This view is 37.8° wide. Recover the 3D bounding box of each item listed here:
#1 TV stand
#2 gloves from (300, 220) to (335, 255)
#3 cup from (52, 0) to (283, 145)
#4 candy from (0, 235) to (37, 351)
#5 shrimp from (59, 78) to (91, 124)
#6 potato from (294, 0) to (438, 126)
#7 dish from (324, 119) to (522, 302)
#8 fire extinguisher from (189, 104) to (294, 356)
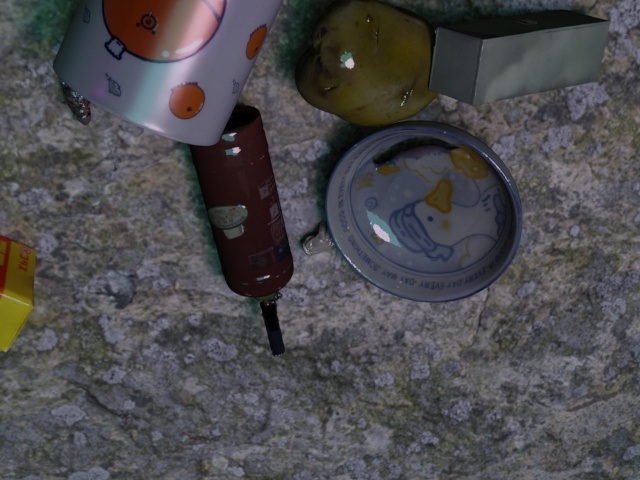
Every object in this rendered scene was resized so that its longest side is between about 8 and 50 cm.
[{"bbox_3d":[0.263,-0.244,1.226,0.269,0.083,0.088,-16,124,-39],"label":"TV stand"},{"bbox_3d":[0.002,0.001,1.367,0.081,0.037,0.044,-45,154,3],"label":"gloves"},{"bbox_3d":[-0.147,-0.298,1.075,0.212,0.212,0.317,21,106,-24],"label":"cup"},{"bbox_3d":[-0.501,0.026,1.172,0.276,0.146,0.088,25,108,-26],"label":"candy"},{"bbox_3d":[-0.311,-0.192,1.185,0.038,0.029,0.092,1,110,-7],"label":"shrimp"},{"bbox_3d":[0.065,-0.227,1.203,0.200,0.137,0.154,2,148,-35],"label":"potato"},{"bbox_3d":[0.153,-0.061,1.320,0.273,0.134,0.273,9,124,14],"label":"dish"},{"bbox_3d":[-0.094,-0.002,1.275,0.102,0.138,0.344,-14,118,-5],"label":"fire extinguisher"}]
